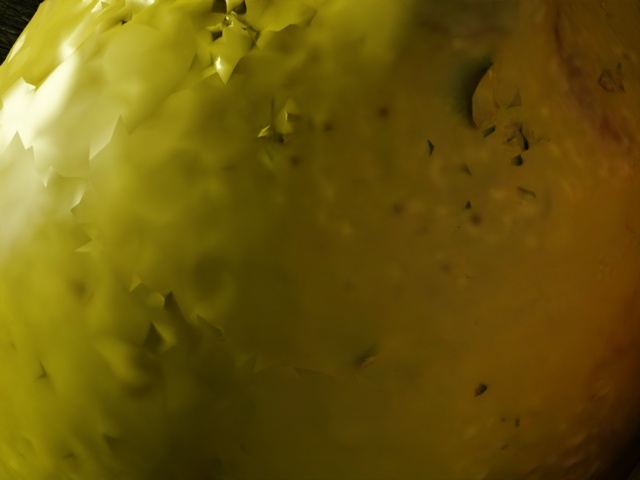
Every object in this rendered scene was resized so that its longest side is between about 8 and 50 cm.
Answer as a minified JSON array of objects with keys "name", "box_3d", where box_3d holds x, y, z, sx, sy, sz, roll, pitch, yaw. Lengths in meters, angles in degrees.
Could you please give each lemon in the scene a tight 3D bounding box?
[{"name":"lemon","box_3d":[0.000,0.000,0.547,0.258,0.258,0.310,-64,7,-33]}]

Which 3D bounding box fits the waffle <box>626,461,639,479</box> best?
[{"name":"waffle","box_3d":[0.133,0.024,0.637,0.168,0.057,0.274,-148,69,-69]}]
